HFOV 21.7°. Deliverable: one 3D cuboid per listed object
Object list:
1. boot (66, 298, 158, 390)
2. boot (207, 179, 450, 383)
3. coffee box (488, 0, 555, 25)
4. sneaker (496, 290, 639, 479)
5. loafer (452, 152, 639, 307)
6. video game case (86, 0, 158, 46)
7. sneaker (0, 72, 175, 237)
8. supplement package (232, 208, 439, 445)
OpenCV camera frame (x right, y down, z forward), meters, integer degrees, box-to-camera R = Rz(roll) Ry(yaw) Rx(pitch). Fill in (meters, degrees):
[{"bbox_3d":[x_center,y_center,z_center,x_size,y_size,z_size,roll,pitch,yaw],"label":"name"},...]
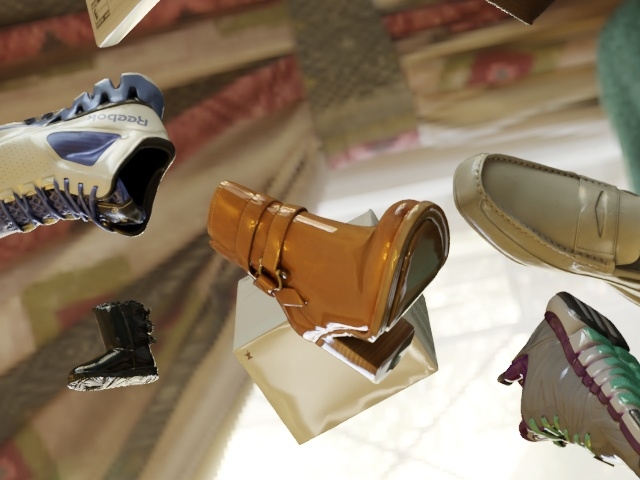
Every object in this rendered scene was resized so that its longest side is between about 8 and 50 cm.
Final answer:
[{"bbox_3d":[-0.250,0.123,1.982,0.045,0.121,0.099,-48,51,56],"label":"boot"},{"bbox_3d":[0.000,0.000,1.551,0.220,0.109,0.283,38,158,14],"label":"boot"},{"bbox_3d":[0.193,-0.327,1.275,0.168,0.297,0.119,22,-143,-37],"label":"coffee box"},{"bbox_3d":[0.193,0.130,1.178,0.083,0.098,0.224,33,-164,-24],"label":"sneaker"},{"bbox_3d":[0.275,-0.014,1.635,0.111,0.319,0.112,-33,45,52],"label":"loafer"},{"bbox_3d":[-0.199,-0.310,1.584,0.227,0.026,0.206,158,98,-68],"label":"video game case"},{"bbox_3d":[-0.312,-0.072,2.075,0.182,0.315,0.127,56,174,41],"label":"sneaker"},{"bbox_3d":[0.017,0.099,1.979,0.149,0.194,0.203,57,-169,-19],"label":"supplement package"}]
